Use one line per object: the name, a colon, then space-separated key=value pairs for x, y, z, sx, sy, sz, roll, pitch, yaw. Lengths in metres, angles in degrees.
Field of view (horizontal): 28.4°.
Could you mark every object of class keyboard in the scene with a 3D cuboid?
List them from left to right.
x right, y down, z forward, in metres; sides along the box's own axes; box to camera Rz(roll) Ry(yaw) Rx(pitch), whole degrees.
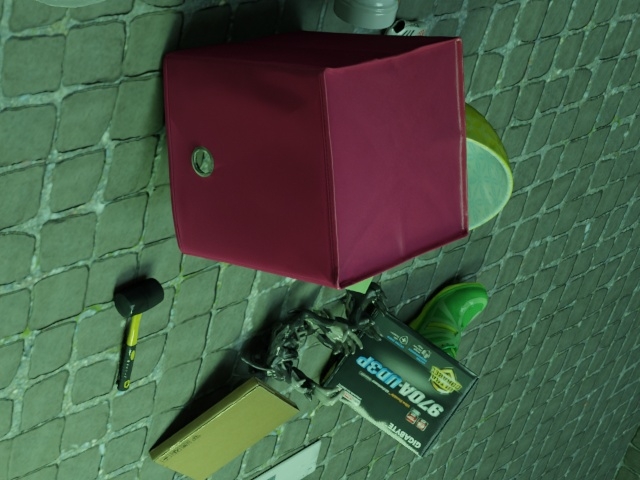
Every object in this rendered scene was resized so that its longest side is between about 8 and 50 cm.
keyboard: x=-0.092 y=0.431 z=2.243 sx=0.256 sy=0.014 sz=0.072 roll=-25 pitch=133 yaw=-41

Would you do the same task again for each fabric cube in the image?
fabric cube: x=-0.003 y=-0.109 z=1.513 sx=0.259 sy=0.258 sz=0.254 roll=-19 pitch=113 yaw=-45

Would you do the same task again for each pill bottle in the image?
pill bottle: x=0.072 y=-0.364 z=1.586 sx=0.108 sy=0.108 sz=0.180 roll=-23 pitch=138 yaw=-42

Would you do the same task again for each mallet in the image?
mallet: x=-0.259 y=0.134 z=1.691 sx=0.062 sy=0.039 sz=0.189 roll=-19 pitch=138 yaw=-47

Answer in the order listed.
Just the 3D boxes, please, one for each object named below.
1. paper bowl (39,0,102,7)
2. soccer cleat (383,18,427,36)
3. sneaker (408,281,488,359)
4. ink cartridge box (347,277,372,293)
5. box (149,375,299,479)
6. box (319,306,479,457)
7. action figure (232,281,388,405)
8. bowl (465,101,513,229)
paper bowl: x=-0.210 y=-0.352 z=1.164 sx=0.284 sy=0.148 sz=0.284 roll=-34 pitch=145 yaw=-29
soccer cleat: x=0.122 y=-0.301 z=1.799 sx=0.083 sy=0.029 sz=0.035 roll=-26 pitch=144 yaw=-33
sneaker: x=0.213 y=0.189 z=2.318 sx=0.295 sy=0.123 sz=0.109 roll=-38 pitch=146 yaw=-27
ink cartridge box: x=-0.013 y=-0.008 z=1.769 sx=0.209 sy=0.062 sz=0.109 roll=17 pitch=110 yaw=-25
box: x=-0.145 y=0.296 z=1.959 sx=0.201 sy=0.021 sz=0.164 roll=-36 pitch=150 yaw=5
box: x=0.136 y=0.242 z=2.188 sx=0.175 sy=0.220 sz=0.051 roll=-54 pitch=-172 yaw=-1
action figure: x=-0.001 y=0.167 z=1.983 sx=0.276 sy=0.141 sz=0.164 roll=-31 pitch=154 yaw=-37
bowl: x=0.126 y=-0.135 z=1.811 sx=0.289 sy=0.290 sz=0.156 roll=64 pitch=23 yaw=-57
